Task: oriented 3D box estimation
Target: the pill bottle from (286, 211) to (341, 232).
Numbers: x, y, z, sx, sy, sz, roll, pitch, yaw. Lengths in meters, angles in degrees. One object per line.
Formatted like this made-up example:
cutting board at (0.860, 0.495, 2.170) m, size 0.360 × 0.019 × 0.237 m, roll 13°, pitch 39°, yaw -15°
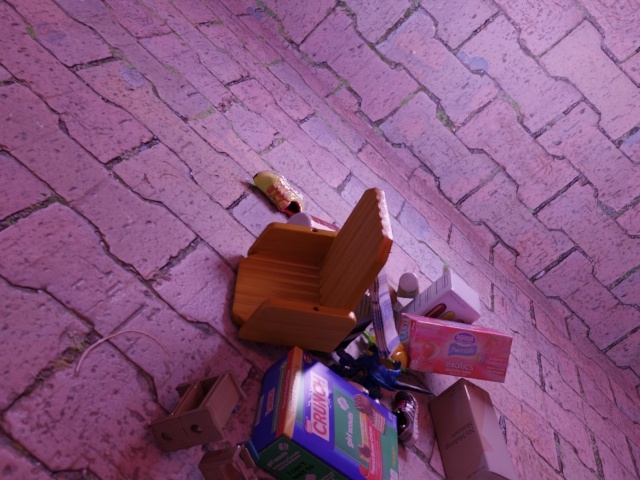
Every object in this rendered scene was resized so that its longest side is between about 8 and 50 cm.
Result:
pill bottle at (0.000, 0.000, 2.045) m, size 0.216 × 0.121 × 0.121 m, roll 21°, pitch 35°, yaw -42°

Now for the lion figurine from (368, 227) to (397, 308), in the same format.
lion figurine at (0.173, 0.108, 2.177) m, size 0.240 × 0.142 × 0.392 m, roll 33°, pitch 41°, yaw -46°

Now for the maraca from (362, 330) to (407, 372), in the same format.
maraca at (0.178, 0.310, 1.894) m, size 0.127 × 0.099 × 0.185 m, roll 42°, pitch 1°, yaw -32°

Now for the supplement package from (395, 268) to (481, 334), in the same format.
supplement package at (0.369, 0.234, 2.126) m, size 0.139 × 0.244 × 0.134 m, roll 40°, pitch 25°, yaw -12°

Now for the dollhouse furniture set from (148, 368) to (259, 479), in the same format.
dollhouse furniture set at (-0.197, 0.360, 1.229) m, size 0.184 × 0.129 × 0.129 m, roll 66°, pitch 20°, yaw -15°

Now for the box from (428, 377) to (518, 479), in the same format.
box at (0.412, 0.551, 1.839) m, size 0.121 × 0.148 × 0.311 m, roll 33°, pitch 27°, yaw -25°

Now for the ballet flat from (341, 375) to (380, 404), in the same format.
ballet flat at (0.109, 0.406, 1.674) m, size 0.188 × 0.070 × 0.070 m, roll 40°, pitch 25°, yaw -14°

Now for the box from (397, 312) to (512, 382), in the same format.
box at (0.383, 0.312, 1.961) m, size 0.300 × 0.142 × 0.154 m, roll 10°, pitch 1°, yaw -11°

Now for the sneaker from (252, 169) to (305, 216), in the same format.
sneaker at (-0.124, -0.142, 2.114) m, size 0.208 × 0.081 × 0.094 m, roll 33°, pitch 30°, yaw -27°

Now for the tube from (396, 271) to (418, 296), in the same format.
tube at (0.284, 0.158, 2.184) m, size 0.070 × 0.062 × 0.240 m, roll 46°, pitch -6°, yaw 18°

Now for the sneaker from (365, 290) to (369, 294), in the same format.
sneaker at (0.096, 0.074, 2.003) m, size 0.110 × 0.107 × 0.275 m, roll 44°, pitch 52°, yaw -47°

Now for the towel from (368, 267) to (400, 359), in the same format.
towel at (0.161, 0.151, 1.741) m, size 0.209 × 0.034 × 0.285 m, roll -7°, pitch 88°, yaw -75°

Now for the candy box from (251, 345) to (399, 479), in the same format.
candy box at (0.018, 0.419, 1.443) m, size 0.317 × 0.122 × 0.268 m, roll 37°, pitch 27°, yaw -17°

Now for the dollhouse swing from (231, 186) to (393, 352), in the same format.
dollhouse swing at (-0.027, 0.030, 1.606) m, size 0.315 × 0.305 × 0.347 m, roll 10°, pitch 34°, yaw -7°

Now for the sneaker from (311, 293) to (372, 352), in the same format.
sneaker at (-0.002, 0.229, 1.718) m, size 0.321 × 0.127 × 0.126 m, roll -8°, pitch 48°, yaw -32°

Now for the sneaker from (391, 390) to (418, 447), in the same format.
sneaker at (0.213, 0.454, 1.765) m, size 0.075 × 0.063 × 0.170 m, roll 41°, pitch 29°, yaw -26°

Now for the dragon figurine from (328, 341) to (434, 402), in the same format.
dragon figurine at (0.151, 0.365, 1.752) m, size 0.289 × 0.085 × 0.144 m, roll 39°, pitch 37°, yaw -5°
